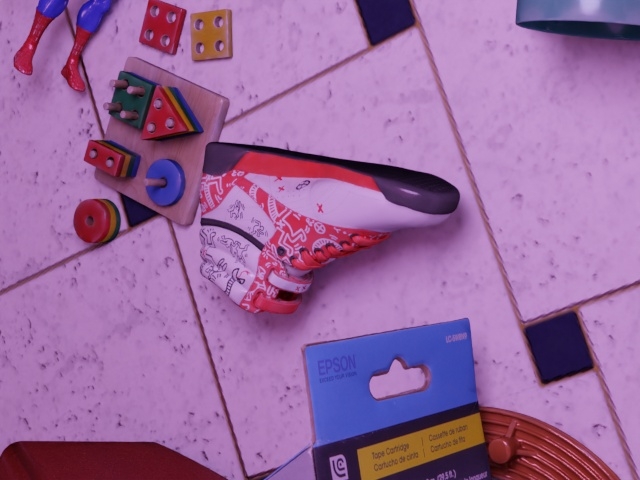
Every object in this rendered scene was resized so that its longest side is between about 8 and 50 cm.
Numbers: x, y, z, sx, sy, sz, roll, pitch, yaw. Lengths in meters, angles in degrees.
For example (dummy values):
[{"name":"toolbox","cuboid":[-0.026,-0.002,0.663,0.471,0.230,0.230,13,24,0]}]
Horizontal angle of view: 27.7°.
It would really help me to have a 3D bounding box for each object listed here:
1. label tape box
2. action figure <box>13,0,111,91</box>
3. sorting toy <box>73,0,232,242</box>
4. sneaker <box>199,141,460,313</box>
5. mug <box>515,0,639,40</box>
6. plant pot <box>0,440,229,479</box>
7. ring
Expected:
[{"name":"label tape box","cuboid":[0.042,0.240,0.999,0.105,0.240,0.334,-12,84,35]},{"name":"action figure","cuboid":[-0.201,-0.266,1.253,0.280,0.091,0.139,-63,35,19]},{"name":"sorting toy","cuboid":[-0.166,-0.108,1.277,0.132,0.046,0.275,27,106,30]},{"name":"sneaker","cuboid":[0.000,0.000,1.146,0.270,0.090,0.145,12,100,36]},{"name":"mug","cuboid":[0.203,-0.206,0.975,0.157,0.129,0.097,9,96,32]},{"name":"plant pot","cuboid":[-0.196,0.326,1.201,0.236,0.267,0.267,43,115,43]},{"name":"ring","cuboid":[0.136,0.309,1.101,0.336,0.032,0.337,2,94,34]}]
